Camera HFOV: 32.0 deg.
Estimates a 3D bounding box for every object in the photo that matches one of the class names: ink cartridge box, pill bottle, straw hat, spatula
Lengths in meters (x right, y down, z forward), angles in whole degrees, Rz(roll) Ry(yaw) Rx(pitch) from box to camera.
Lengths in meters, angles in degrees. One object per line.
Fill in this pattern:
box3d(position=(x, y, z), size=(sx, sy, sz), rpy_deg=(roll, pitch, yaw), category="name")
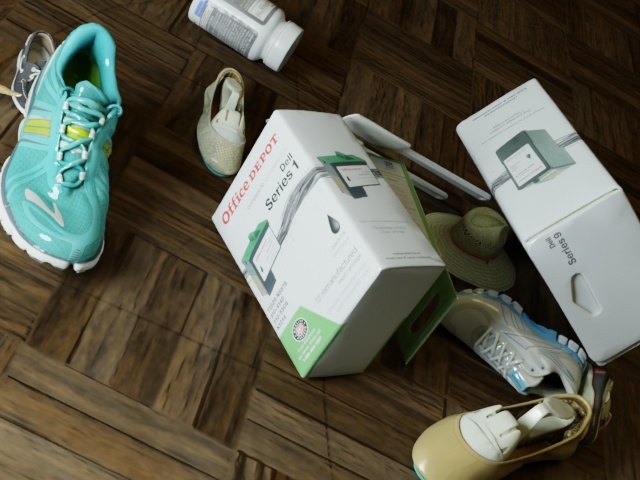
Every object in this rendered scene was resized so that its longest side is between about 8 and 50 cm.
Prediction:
box3d(position=(0.065, 0.015, 1.184), size=(0.062, 0.109, 0.209), rpy_deg=(13, 39, -29), category="ink cartridge box")
box3d(position=(-0.095, -0.283, 1.450), size=(0.137, 0.078, 0.078), rpy_deg=(34, 33, -1), category="pill bottle")
box3d(position=(0.000, 0.000, 1.101), size=(0.092, 0.160, 0.219), rpy_deg=(-1, 46, -41), category="ink cartridge box")
box3d(position=(0.196, -0.007, 1.369), size=(0.144, 0.061, 0.144), rpy_deg=(23, 34, -17), category="straw hat")
box3d(position=(0.288, -0.027, 1.307), size=(0.211, 0.121, 0.289), rpy_deg=(53, 11, -31), category="ink cartridge box")
box3d(position=(0.070, -0.092, 1.281), size=(0.242, 0.168, 0.019), rpy_deg=(25, 72, -38), category="spatula")

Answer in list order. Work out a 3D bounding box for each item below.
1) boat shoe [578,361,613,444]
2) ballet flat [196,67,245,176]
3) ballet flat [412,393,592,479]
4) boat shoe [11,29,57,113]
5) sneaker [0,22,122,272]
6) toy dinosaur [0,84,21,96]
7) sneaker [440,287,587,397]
box3d(position=(0.302, 0.184, 1.235), size=(0.043, 0.049, 0.137), rpy_deg=(35, 28, -3), category="boat shoe")
box3d(position=(-0.111, -0.142, 1.281), size=(0.057, 0.052, 0.168), rpy_deg=(19, 37, -23), category="ballet flat")
box3d(position=(0.184, 0.187, 1.103), size=(0.232, 0.073, 0.080), rpy_deg=(-5, 49, -44), category="ballet flat")
box3d(position=(-0.296, -0.175, 1.175), size=(0.046, 0.038, 0.125), rpy_deg=(19, 36, -25), category="boat shoe")
box3d(position=(-0.238, -0.094, 1.049), size=(0.107, 0.110, 0.275), rpy_deg=(15, 48, -26), category="sneaker")
box3d(position=(-0.408, -0.176, 1.077), size=(0.211, 0.064, 0.112), rpy_deg=(-1, 65, -30), category="toy dinosaur")
box3d(position=(0.210, 0.121, 1.216), size=(0.190, 0.071, 0.083), rpy_deg=(28, 39, -10), category="sneaker")
